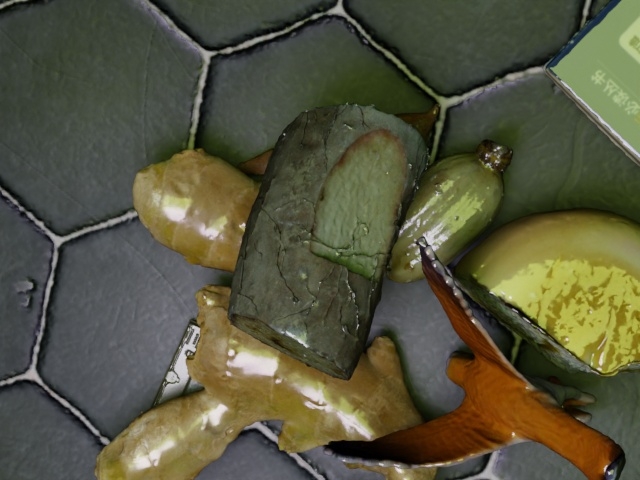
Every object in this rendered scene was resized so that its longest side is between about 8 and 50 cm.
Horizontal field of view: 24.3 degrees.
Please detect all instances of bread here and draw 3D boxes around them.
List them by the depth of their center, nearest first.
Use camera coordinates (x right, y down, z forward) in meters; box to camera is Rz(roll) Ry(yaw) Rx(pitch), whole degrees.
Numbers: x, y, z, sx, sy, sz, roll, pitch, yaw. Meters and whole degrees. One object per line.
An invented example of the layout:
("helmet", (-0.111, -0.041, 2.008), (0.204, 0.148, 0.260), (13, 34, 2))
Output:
("bread", (0.276, 0.053, 1.477), (0.261, 0.158, 0.156), (37, 86, 3))

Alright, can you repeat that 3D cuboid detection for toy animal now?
("toy animal", (0.205, 0.154, 1.398), (0.284, 0.302, 0.225), (26, 99, 31))

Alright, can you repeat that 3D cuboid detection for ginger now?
("ginger", (-0.039, 0.101, 1.531), (0.348, 0.122, 0.363), (7, 83, -4))

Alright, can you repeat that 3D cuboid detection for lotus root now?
("lotus root", (0.126, -0.033, 1.515), (0.090, 0.077, 0.183), (44, 99, -5))

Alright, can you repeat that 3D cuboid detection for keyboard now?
("keyboard", (-0.143, 0.152, 1.587), (0.049, 0.015, 0.129), (24, 95, -1))

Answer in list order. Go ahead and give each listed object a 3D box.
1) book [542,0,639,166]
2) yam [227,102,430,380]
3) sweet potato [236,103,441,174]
("book", (0.477, -0.221, 1.486), (0.300, 0.039, 0.428), (45, 97, 2))
("yam", (0.000, 0.000, 1.429), (0.154, 0.154, 0.254), (16, 70, 5))
("sweet potato", (0.023, -0.084, 1.533), (0.226, 0.068, 0.068), (-14, 92, 15))
